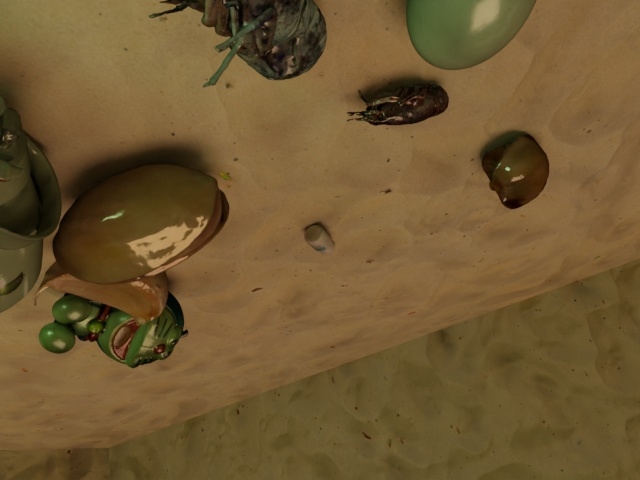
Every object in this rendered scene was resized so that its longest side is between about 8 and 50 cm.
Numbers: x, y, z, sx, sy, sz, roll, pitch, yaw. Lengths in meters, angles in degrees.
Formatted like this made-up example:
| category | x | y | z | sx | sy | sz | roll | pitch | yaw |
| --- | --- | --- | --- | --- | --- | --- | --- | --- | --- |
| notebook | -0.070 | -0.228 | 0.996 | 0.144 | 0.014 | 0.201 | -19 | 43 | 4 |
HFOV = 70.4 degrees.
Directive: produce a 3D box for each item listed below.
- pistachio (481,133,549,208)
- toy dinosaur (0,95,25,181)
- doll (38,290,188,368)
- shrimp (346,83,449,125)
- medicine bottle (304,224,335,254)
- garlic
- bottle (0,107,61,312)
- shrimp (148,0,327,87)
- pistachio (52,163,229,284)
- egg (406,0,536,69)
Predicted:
| category | x | y | z | sx | sy | sz | roll | pitch | yaw |
| --- | --- | --- | --- | --- | --- | --- | --- | --- | --- |
| pistachio | 0.446 | -0.153 | 1.022 | 0.210 | 0.130 | 0.165 | 8 | 103 | -38 |
| toy dinosaur | -0.458 | -0.189 | 0.416 | 0.393 | 0.205 | 0.092 | 20 | 145 | -21 |
| doll | -0.461 | 0.184 | 1.068 | 0.322 | 0.186 | 0.198 | 29 | 104 | -35 |
| shrimp | 0.130 | -0.227 | 0.765 | 0.190 | 0.073 | 0.075 | -18 | 148 | -9 |
| medicine bottle | 0.000 | 0.000 | 1.116 | 0.052 | 0.052 | 0.089 | -24 | 151 | 14 |
| garlic | -0.420 | 0.082 | 0.917 | 0.245 | 0.145 | 0.164 | 24 | 89 | -39 |
| bottle | -0.475 | -0.058 | 0.606 | 0.229 | 0.229 | 0.351 | 3 | 143 | -33 |
| shrimp | -0.104 | -0.263 | 0.466 | 0.137 | 0.172 | 0.372 | -27 | 158 | 29 |
| pistachio | -0.301 | -0.031 | 0.762 | 0.293 | 0.181 | 0.162 | -20 | 169 | -8 |
| egg | 0.189 | -0.308 | 0.565 | 0.149 | 0.149 | 0.192 | -1 | 141 | -27 |
